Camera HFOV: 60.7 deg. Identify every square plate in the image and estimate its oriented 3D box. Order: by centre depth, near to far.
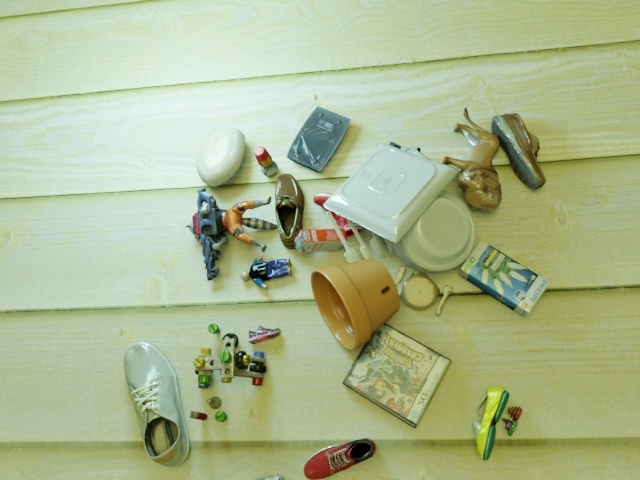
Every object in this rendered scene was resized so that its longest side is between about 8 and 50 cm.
[{"bbox_3d":[0.230,-0.186,1.868,0.344,0.049,0.347,29,69,38],"label":"square plate"}]

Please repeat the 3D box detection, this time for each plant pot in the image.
[{"bbox_3d":[0.124,0.190,1.811,0.204,0.291,0.291,-24,67,-20],"label":"plant pot"}]

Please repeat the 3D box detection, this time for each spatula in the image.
[{"bbox_3d":[0.132,-0.022,1.943,0.168,0.019,0.242,-28,91,-18],"label":"spatula"}]

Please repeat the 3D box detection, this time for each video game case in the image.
[{"bbox_3d":[0.252,0.437,1.809,0.275,0.035,0.248,28,76,17],"label":"video game case"}]

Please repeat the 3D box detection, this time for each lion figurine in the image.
[{"bbox_3d":[0.574,-0.300,1.986,0.240,0.142,0.392,20,69,8],"label":"lion figurine"}]

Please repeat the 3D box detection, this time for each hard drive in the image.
[{"bbox_3d":[-0.005,-0.394,2.154,0.172,0.054,0.254,26,75,17],"label":"hard drive"}]

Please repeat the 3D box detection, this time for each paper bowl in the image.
[{"bbox_3d":[0.391,-0.035,1.860,0.284,0.148,0.284,2,81,-10],"label":"paper bowl"}]

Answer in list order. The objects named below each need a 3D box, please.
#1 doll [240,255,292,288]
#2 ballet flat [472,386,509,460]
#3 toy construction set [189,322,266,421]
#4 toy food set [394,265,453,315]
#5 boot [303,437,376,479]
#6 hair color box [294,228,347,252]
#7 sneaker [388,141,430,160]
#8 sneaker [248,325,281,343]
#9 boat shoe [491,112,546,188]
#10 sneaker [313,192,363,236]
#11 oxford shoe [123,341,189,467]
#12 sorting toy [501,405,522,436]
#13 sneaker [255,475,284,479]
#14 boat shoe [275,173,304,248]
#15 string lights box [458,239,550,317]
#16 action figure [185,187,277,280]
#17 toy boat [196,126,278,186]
[{"bbox_3d":[-0.201,0.117,1.996,0.189,0.046,0.129,-9,67,5],"label":"doll"},{"bbox_3d":[0.519,0.564,1.708,0.077,0.077,0.231,12,67,35],"label":"ballet flat"},{"bbox_3d":[-0.340,0.442,1.791,0.258,0.237,0.308,20,74,15],"label":"toy construction set"},{"bbox_3d":[0.346,0.177,1.898,0.192,0.038,0.132,24,82,11],"label":"toy food set"},{"bbox_3d":[0.050,0.669,1.678,0.244,0.176,0.088,-23,69,1],"label":"boot"},{"bbox_3d":[0.000,0.000,1.949,0.167,0.093,0.053,-3,66,-23],"label":"hair color box"},{"bbox_3d":[0.330,-0.224,1.998,0.182,0.127,0.315,1,68,12],"label":"sneaker"},{"bbox_3d":[-0.199,0.322,1.923,0.119,0.047,0.057,-15,56,1],"label":"sneaker"},{"bbox_3d":[0.740,-0.338,1.984,0.116,0.123,0.324,-21,69,-1],"label":"boat shoe"},{"bbox_3d":[0.061,-0.091,2.013,0.221,0.087,0.128,17,72,16],"label":"sneaker"},{"bbox_3d":[-0.564,0.541,1.849,0.169,0.130,0.449,-26,66,0],"label":"oxford shoe"},{"bbox_3d":[0.589,0.556,1.699,0.042,0.061,0.102,27,53,18],"label":"sorting toy"},{"bbox_3d":[-0.180,0.856,1.701,0.132,0.086,0.228,-6,58,12],"label":"sneaker"},{"bbox_3d":[-0.115,-0.126,2.042,0.111,0.104,0.307,-12,68,4],"label":"boat shoe"},{"bbox_3d":[0.615,0.128,1.847,0.260,0.076,0.133,34,77,19],"label":"string lights box"},{"bbox_3d":[-0.344,-0.024,2.044,0.330,0.178,0.341,4,97,17],"label":"action figure"},{"bbox_3d":[-0.328,-0.313,2.141,0.318,0.148,0.267,7,66,19],"label":"toy boat"}]
